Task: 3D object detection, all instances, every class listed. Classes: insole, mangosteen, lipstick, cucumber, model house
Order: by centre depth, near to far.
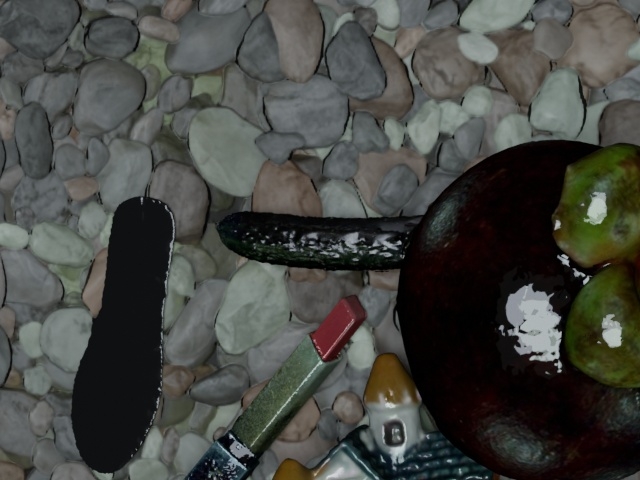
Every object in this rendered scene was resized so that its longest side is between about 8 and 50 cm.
[{"bbox_3d":[0.218,0.061,0.982,0.329,0.330,0.330,0,88,16],"label":"mangosteen"},{"bbox_3d":[0.072,0.263,1.079,0.271,0.190,0.301,-10,85,17],"label":"model house"},{"bbox_3d":[0.000,0.002,1.170,0.245,0.067,0.067,0,88,16],"label":"cucumber"},{"bbox_3d":[-0.054,0.187,1.187,0.051,0.051,0.312,41,98,14],"label":"lipstick"},{"bbox_3d":[-0.224,0.109,1.260,0.109,0.007,0.322,9,91,14],"label":"insole"}]
